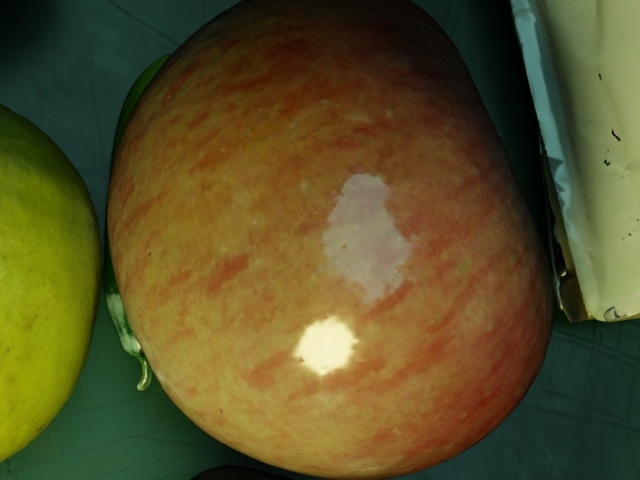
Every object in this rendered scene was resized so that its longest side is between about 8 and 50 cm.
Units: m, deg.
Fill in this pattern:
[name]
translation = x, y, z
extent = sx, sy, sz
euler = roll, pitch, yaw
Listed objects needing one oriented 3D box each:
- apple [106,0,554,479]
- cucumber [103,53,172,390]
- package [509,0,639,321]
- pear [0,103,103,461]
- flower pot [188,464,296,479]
[apple]
translation = 0.000, 0.000, 1.320
extent = 0.269, 0.345, 0.344
euler = -24, 86, 1
[cucumber]
translation = -0.129, -0.016, 1.430
extent = 0.056, 0.056, 0.250
euler = 4, 79, -7
[package]
translation = 0.238, -0.102, 1.460
extent = 0.165, 0.221, 0.311
euler = -16, 85, 31
[pear]
translation = -0.312, 0.023, 1.262
extent = 0.287, 0.375, 0.287
euler = -12, 70, 35
[flower pot]
translation = -0.013, 0.302, 1.293
extent = 0.251, 0.379, 0.379
euler = 28, 79, 19
